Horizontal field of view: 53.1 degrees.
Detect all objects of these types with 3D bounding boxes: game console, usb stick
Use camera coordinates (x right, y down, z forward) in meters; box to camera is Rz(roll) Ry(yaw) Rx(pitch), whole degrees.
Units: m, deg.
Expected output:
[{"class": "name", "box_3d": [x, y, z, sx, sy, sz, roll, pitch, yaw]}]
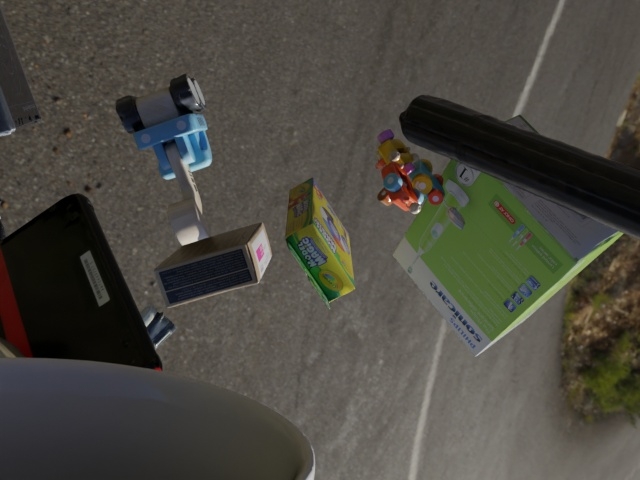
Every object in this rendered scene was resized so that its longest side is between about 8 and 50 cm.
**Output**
[{"class": "game console", "box_3d": [-0.416, 0.144, 0.895, 0.342, 0.386, 0.060, -35, 143, -4]}, {"class": "usb stick", "box_3d": [0.172, -0.053, 0.485, 0.077, 0.278, 0.045, 19, 101, -45]}]

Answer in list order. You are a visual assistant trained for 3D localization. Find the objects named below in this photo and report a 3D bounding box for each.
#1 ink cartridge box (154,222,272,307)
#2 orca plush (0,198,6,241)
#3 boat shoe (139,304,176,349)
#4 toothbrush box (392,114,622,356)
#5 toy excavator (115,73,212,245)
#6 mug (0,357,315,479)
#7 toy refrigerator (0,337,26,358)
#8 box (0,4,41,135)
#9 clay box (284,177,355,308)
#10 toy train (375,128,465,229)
[{"class": "ink cartridge box", "box_3d": [-0.212, 0.045, 1.322, 0.235, 0.193, 0.088, -76, 151, -79]}, {"class": "orca plush", "box_3d": [-0.691, -0.035, 1.220, 0.151, 0.287, 0.102, -39, 138, -7]}, {"class": "boat shoe", "box_3d": [-0.365, 0.237, 1.180, 0.079, 0.095, 0.254, 44, 58, -19]}, {"class": "toothbrush box", "box_3d": [0.247, 0.003, 0.902, 0.122, 0.206, 0.283, -27, 157, -30]}, {"class": "toy excavator", "box_3d": [-0.404, -0.233, 1.859, 0.222, 0.433, 0.445, -20, 102, 2]}, {"class": "mug", "box_3d": [-0.142, 0.267, 0.330, 0.276, 0.374, 0.328, 10, 90, -27]}, {"class": "toy refrigerator", "box_3d": [-0.312, 0.231, 0.704, 0.094, 0.269, 0.102, -44, 166, -17]}, {"class": "box", "box_3d": [-0.677, -0.365, 1.112, 0.212, 0.293, 0.395, -17, 107, -10]}, {"class": "clay box", "box_3d": [0.000, 0.000, 0.999, 0.053, 0.222, 0.127, -29, 113, 11]}, {"class": "toy train", "box_3d": [0.104, -0.060, 0.754, 0.046, 0.125, 0.166, -33, 148, 25]}]
